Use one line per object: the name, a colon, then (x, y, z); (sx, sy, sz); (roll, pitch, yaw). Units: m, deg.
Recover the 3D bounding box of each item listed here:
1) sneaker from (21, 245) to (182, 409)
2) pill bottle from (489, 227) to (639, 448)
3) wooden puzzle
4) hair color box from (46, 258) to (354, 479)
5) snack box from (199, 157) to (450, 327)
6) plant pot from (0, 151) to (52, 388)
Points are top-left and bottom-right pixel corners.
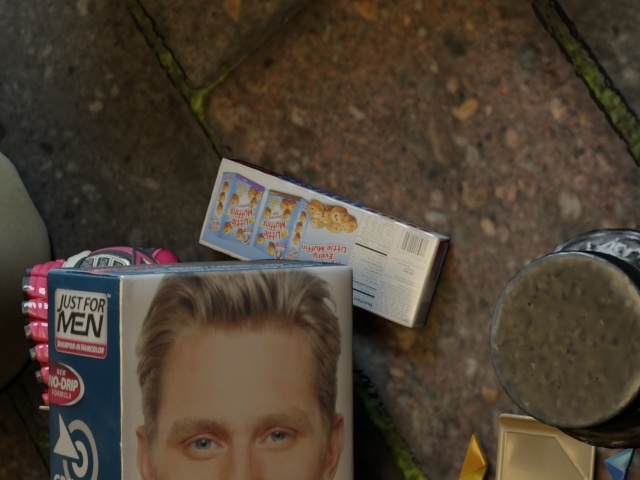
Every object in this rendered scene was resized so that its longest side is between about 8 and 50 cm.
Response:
sneaker: (-0.120, 0.150, 1.313); (0.112, 0.121, 0.299); (-14, 89, -1)
pill bottle: (0.183, 0.055, 1.080); (0.122, 0.219, 0.123); (-1, 88, 30)
wooden puzzle: (0.143, 0.148, 1.219); (0.116, 0.014, 0.079); (12, 99, 29)
hair color box: (-0.075, 0.188, 1.224); (0.105, 0.174, 0.347); (2, 94, 56)
snack box: (0.000, 0.000, 1.297); (0.178, 0.022, 0.064); (21, 101, 28)
plant pot: (-0.364, 0.023, 1.340); (0.333, 0.305, 0.334); (-1, 87, 30)
